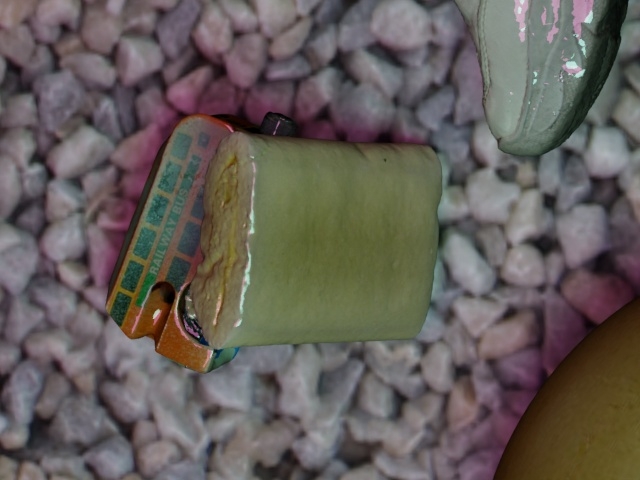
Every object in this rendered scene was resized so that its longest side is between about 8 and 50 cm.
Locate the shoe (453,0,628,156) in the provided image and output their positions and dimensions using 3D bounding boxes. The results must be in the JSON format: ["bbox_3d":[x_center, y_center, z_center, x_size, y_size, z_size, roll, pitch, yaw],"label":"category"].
[{"bbox_3d":[0.093,-0.227,1.258,0.210,0.132,0.342,4,94,15],"label":"shoe"}]

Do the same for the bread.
[{"bbox_3d":[0.000,0.000,1.279,0.060,0.178,0.139,12,97,46],"label":"bread"}]

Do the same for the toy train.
[{"bbox_3d":[-0.073,-0.005,1.343,0.099,0.072,0.188,24,101,15],"label":"toy train"}]

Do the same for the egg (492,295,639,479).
[{"bbox_3d":[0.234,0.168,1.213,0.250,0.250,0.322,27,96,7],"label":"egg"}]
